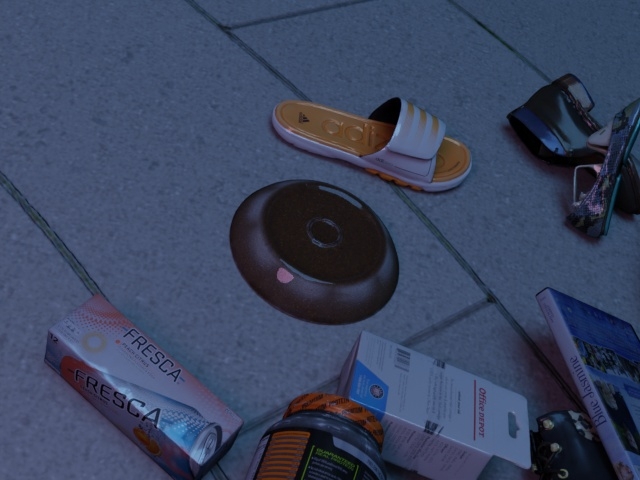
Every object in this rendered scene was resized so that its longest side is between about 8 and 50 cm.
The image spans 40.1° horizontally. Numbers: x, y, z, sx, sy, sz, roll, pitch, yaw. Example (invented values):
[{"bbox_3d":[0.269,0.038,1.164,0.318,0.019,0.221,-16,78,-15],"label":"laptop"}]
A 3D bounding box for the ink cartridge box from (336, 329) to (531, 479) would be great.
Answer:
[{"bbox_3d":[0.105,0.169,0.839,0.180,0.060,0.104,23,33,-3],"label":"ink cartridge box"}]

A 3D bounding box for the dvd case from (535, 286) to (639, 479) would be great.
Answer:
[{"bbox_3d":[0.326,0.174,0.913,0.180,0.022,0.253,22,39,-39],"label":"dvd case"}]

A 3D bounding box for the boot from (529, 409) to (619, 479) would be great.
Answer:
[{"bbox_3d":[0.214,0.251,0.817,0.236,0.085,0.179,8,48,-25],"label":"boot"}]

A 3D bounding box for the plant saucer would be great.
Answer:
[{"bbox_3d":[0.000,0.000,0.966,0.198,0.036,0.199,11,50,-13],"label":"plant saucer"}]

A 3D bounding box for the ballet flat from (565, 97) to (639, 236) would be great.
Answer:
[{"bbox_3d":[0.362,-0.100,1.122,0.070,0.070,0.189,19,90,-7],"label":"ballet flat"}]

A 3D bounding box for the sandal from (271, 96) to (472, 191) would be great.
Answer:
[{"bbox_3d":[0.074,-0.134,1.078,0.265,0.076,0.102,13,49,-13],"label":"sandal"}]

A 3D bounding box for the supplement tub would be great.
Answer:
[{"bbox_3d":[-0.013,0.228,0.719,0.116,0.117,0.190,25,48,-1],"label":"supplement tub"}]

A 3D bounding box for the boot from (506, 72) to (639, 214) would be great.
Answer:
[{"bbox_3d":[0.346,-0.113,1.196,0.106,0.082,0.219,-26,74,-7],"label":"boot"}]

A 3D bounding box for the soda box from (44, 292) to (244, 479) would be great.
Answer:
[{"bbox_3d":[-0.159,0.132,0.777,0.183,0.058,0.063,38,48,11],"label":"soda box"}]
